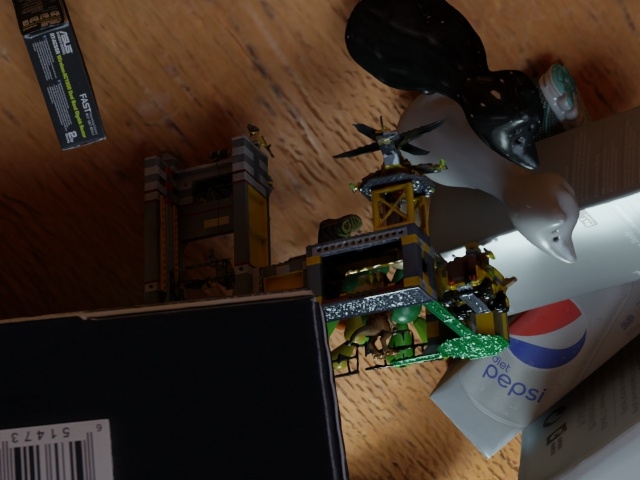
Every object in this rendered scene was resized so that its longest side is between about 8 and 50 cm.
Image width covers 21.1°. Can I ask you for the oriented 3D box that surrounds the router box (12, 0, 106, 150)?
[{"bbox_3d":[-0.205,-0.145,1.333,0.038,0.092,0.122,-18,136,-5],"label":"router box"}]

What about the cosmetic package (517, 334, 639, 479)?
[{"bbox_3d":[0.440,0.262,1.708,0.327,0.329,0.393,-39,95,15],"label":"cosmetic package"}]

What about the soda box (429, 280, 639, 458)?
[{"bbox_3d":[0.246,0.088,1.721,0.286,0.098,0.091,-43,89,21],"label":"soda box"}]

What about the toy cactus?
[{"bbox_3d":[0.080,0.034,1.640,0.219,0.112,0.180,-7,116,-13],"label":"toy cactus"}]

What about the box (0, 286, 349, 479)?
[{"bbox_3d":[-0.219,0.275,1.445,0.480,0.297,0.471,-6,159,-3],"label":"box"}]

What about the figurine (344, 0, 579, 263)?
[{"bbox_3d":[0.133,-0.091,1.427,0.092,0.209,0.215,-38,137,-7],"label":"figurine"}]

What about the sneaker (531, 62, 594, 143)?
[{"bbox_3d":[0.214,-0.096,1.588,0.076,0.065,0.166,-17,136,18],"label":"sneaker"}]

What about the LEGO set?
[{"bbox_3d":[0.000,0.000,1.476,0.331,0.192,0.255,-15,154,28],"label":"LEGO set"}]

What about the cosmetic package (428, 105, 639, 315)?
[{"bbox_3d":[0.223,-0.022,1.552,0.238,0.107,0.127,-23,136,35],"label":"cosmetic package"}]
